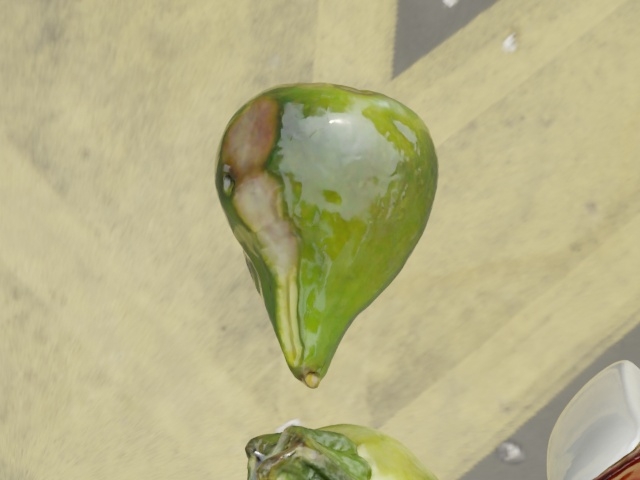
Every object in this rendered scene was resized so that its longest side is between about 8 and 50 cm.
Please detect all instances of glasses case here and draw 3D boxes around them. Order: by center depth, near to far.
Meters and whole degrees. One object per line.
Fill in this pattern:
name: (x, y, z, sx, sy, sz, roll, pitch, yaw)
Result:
glasses case: (0.210, 0.147, 1.111, 0.059, 0.233, 0.092, 42, 101, 1)

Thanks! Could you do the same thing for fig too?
fig: (0.000, 0.000, 1.374, 0.206, 0.206, 0.275, 5, 78, -11)

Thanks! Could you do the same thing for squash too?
squash: (0.028, 0.166, 0.840, 0.137, 0.287, 0.137, -1, 70, 4)

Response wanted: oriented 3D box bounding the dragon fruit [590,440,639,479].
dragon fruit: (0.231, 0.212, 0.791, 0.315, 0.250, 0.250, 6, 78, -10)
